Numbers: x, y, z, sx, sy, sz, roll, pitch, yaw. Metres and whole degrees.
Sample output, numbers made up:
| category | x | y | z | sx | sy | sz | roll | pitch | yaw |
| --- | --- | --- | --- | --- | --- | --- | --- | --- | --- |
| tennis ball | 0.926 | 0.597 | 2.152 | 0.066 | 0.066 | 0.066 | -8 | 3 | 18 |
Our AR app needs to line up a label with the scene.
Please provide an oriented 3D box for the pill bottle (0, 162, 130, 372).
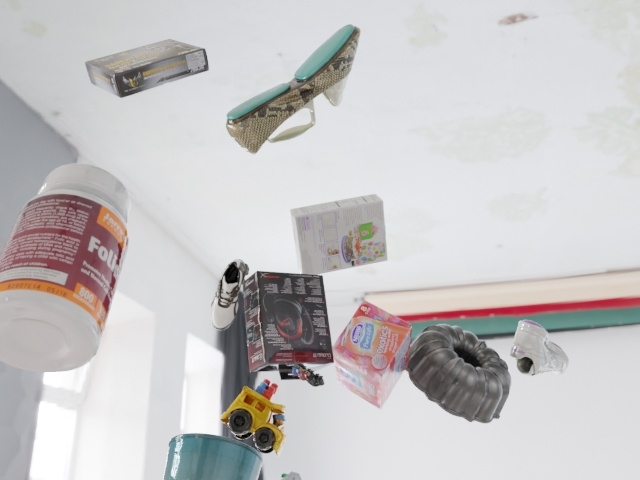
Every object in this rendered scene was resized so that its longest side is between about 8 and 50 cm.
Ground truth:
| category | x | y | z | sx | sy | sz | roll | pitch | yaw |
| --- | --- | --- | --- | --- | --- | --- | --- | --- | --- |
| pill bottle | -0.507 | 0.041 | 1.321 | 0.224 | 0.392 | 0.224 | 0 | -45 | 0 |

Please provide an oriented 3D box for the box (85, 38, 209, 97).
| category | x | y | z | sx | sy | sz | roll | pitch | yaw |
| --- | --- | --- | --- | --- | --- | --- | --- | --- | --- |
| box | -0.407 | -0.410 | 1.568 | 0.231 | 0.183 | 0.056 | -26 | -54 | -28 |

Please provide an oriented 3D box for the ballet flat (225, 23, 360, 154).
| category | x | y | z | sx | sy | sz | roll | pitch | yaw |
| --- | --- | --- | --- | --- | --- | --- | --- | --- | --- |
| ballet flat | -0.051 | -0.423 | 1.956 | 0.483 | 0.164 | 0.182 | -38 | -62 | -3 |

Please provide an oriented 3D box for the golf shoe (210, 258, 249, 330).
| category | x | y | z | sx | sy | sz | roll | pitch | yaw |
| --- | --- | --- | --- | --- | --- | --- | --- | --- | --- |
| golf shoe | -0.253 | 0.141 | 1.777 | 0.077 | 0.198 | 0.094 | 13 | -8 | 7 |

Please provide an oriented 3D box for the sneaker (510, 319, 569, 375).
| category | x | y | z | sx | sy | sz | roll | pitch | yaw |
| --- | --- | --- | --- | --- | --- | --- | --- | --- | --- |
| sneaker | 0.675 | 0.368 | 2.097 | 0.114 | 0.152 | 0.305 | 13 | -21 | 49 |

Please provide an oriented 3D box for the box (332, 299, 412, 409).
| category | x | y | z | sx | sy | sz | roll | pitch | yaw |
| --- | --- | --- | --- | --- | --- | --- | --- | --- | --- |
| box | 0.134 | 0.298 | 1.708 | 0.142 | 0.154 | 0.300 | 29 | -22 | 19 |

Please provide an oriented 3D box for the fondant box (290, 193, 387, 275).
| category | x | y | z | sx | sy | sz | roll | pitch | yaw |
| --- | --- | --- | --- | --- | --- | --- | --- | --- | --- |
| fondant box | 0.070 | -0.020 | 2.431 | 0.330 | 0.238 | 0.096 | -10 | 22 | -9 |

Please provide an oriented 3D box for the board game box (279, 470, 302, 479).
| category | x | y | z | sx | sy | sz | roll | pitch | yaw |
| --- | --- | --- | --- | --- | --- | --- | --- | --- | --- |
| board game box | -0.149 | 0.851 | 1.682 | 0.390 | 0.390 | 0.050 | -27 | 12 | -35 |

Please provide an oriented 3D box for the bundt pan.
| category | x | y | z | sx | sy | sz | roll | pitch | yaw |
| --- | --- | --- | --- | --- | --- | --- | --- | --- | --- |
| bundt pan | 0.402 | 0.357 | 1.907 | 0.330 | 0.331 | 0.124 | 13 | -63 | -29 |

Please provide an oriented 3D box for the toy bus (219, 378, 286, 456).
| category | x | y | z | sx | sy | sz | roll | pitch | yaw |
| --- | --- | --- | --- | --- | --- | --- | --- | --- | --- |
| toy bus | -0.184 | 0.566 | 2.171 | 0.220 | 0.211 | 0.149 | 29 | -23 | 11 |

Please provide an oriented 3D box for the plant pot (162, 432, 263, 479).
| category | x | y | z | sx | sy | sz | roll | pitch | yaw |
| --- | --- | --- | --- | --- | --- | --- | --- | --- | --- |
| plant pot | -0.311 | 0.698 | 1.810 | 0.271 | 0.255 | 0.272 | 6 | -37 | 5 |

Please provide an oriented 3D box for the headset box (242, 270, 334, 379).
| category | x | y | z | sx | sy | sz | roll | pitch | yaw |
| --- | --- | --- | --- | --- | --- | --- | --- | --- | --- |
| headset box | -0.091 | 0.244 | 1.873 | 0.218 | 0.293 | 0.110 | 5 | -25 | -30 |

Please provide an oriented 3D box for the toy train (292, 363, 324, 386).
| category | x | y | z | sx | sy | sz | roll | pitch | yaw |
| --- | --- | --- | --- | --- | --- | --- | --- | --- | --- |
| toy train | -0.034 | 0.333 | 1.645 | 0.036 | 0.027 | 0.158 | -15 | 9 | -21 |
